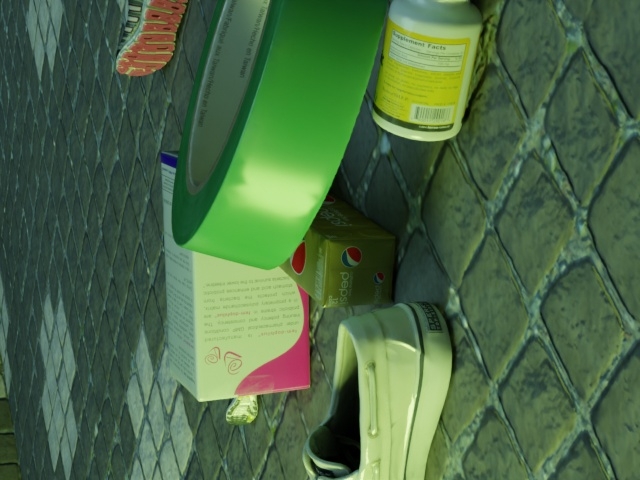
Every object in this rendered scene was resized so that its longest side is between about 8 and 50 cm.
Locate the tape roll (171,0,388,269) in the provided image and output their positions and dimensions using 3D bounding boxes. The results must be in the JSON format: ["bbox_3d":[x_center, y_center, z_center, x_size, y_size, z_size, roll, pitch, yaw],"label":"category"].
[{"bbox_3d":[-0.035,-0.139,1.117,0.321,0.077,0.321,-165,90,-75],"label":"tape roll"}]

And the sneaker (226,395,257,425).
[{"bbox_3d":[-0.078,0.155,1.475,0.035,0.031,0.083,-98,21,-53],"label":"sneaker"}]

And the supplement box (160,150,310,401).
[{"bbox_3d":[-0.080,0.027,1.332,0.114,0.111,0.220,-159,67,-67],"label":"supplement box"}]

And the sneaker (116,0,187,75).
[{"bbox_3d":[-0.204,-0.266,1.700,0.170,0.063,0.074,122,140,-49],"label":"sneaker"}]

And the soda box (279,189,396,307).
[{"bbox_3d":[0.000,0.000,1.197,0.181,0.061,0.058,-140,51,-63],"label":"soda box"}]

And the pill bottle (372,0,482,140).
[{"bbox_3d":[0.075,-0.132,0.979,0.065,0.065,0.116,-124,38,-54],"label":"pill bottle"}]

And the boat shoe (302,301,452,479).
[{"bbox_3d":[0.031,0.167,1.099,0.096,0.088,0.267,-119,33,-49],"label":"boat shoe"}]
